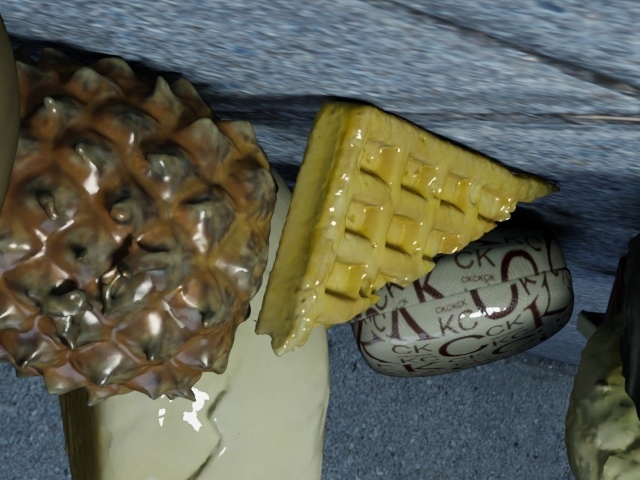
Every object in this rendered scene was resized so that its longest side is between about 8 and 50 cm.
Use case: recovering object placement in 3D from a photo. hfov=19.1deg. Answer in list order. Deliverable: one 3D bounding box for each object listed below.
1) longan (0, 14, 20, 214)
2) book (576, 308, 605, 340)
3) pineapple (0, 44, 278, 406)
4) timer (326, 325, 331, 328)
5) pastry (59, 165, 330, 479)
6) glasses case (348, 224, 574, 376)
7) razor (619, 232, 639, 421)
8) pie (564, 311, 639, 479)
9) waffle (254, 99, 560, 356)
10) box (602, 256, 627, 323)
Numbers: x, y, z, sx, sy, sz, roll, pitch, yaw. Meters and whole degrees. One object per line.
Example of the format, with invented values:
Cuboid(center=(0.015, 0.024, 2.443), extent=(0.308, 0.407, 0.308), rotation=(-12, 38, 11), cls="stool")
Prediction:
Cuboid(center=(-0.176, -0.048, 0.487), extent=(0.185, 0.159, 0.204), rotation=(10, 159, 39), cls="longan")
Cuboid(center=(0.368, 0.114, 1.403), extent=(0.310, 0.021, 0.217), rotation=(7, -161, -18), cls="book")
Cuboid(center=(-0.120, -0.011, 0.852), extent=(0.193, 0.166, 0.166), rotation=(17, 175, -13), cls="pineapple")
Cuboid(center=(-0.029, 0.020, 1.318), extent=(0.107, 0.109, 0.107), rotation=(53, -176, -5), cls="timer")
Cuboid(center=(-0.080, 0.059, 1.059), extent=(0.133, 0.265, 0.265), rotation=(-4, -179, -19), cls="pastry")
Cuboid(center=(0.092, 0.042, 1.242), extent=(0.137, 0.085, 0.354), rotation=(-16, 175, 3), cls="glasses case")
Cuboid(center=(0.311, 0.063, 0.904), extent=(0.349, 0.113, 0.204), rotation=(12, -179, 6), cls="razor")
Cuboid(center=(0.289, 0.108, 1.047), extent=(0.337, 0.075, 0.337), rotation=(5, -147, -4), cls="pie")
Cuboid(center=(0.048, 0.010, 0.901), extent=(0.032, 0.125, 0.191), rotation=(11, 174, 38), cls="waffle")
Cuboid(center=(0.272, 0.135, 1.160), extent=(0.197, 0.089, 0.313), rotation=(12, -150, 1), cls="box")
